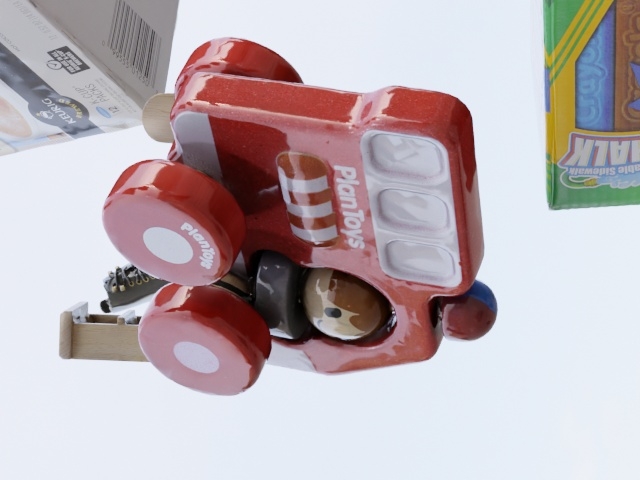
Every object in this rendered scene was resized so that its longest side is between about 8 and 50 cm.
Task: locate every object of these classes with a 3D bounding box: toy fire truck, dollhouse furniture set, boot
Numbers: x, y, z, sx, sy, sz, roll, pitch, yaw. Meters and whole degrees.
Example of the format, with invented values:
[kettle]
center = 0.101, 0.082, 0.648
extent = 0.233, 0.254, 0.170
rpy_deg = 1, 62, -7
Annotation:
[toy fire truck]
center = 0.000, 0.000, 1.322
extent = 0.302, 0.254, 0.169
rpy_deg = 79, -151, -46
[dollhouse furniture set]
center = -0.140, -0.017, 1.601
extent = 0.212, 0.161, 0.242
rpy_deg = -79, -9, -88
[boot]
center = -0.194, 0.026, 2.120
extent = 0.198, 0.137, 0.077
rpy_deg = 94, 159, -55

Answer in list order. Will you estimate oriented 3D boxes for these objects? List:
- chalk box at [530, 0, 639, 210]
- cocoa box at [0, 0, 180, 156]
[chalk box]
center = 0.243, -0.141, 1.317
extent = 0.180, 0.179, 0.289
rpy_deg = -90, -5, -47
[cocoa box]
center = -0.314, -0.265, 1.635
extent = 0.347, 0.228, 0.231
rpy_deg = 44, -136, -48
